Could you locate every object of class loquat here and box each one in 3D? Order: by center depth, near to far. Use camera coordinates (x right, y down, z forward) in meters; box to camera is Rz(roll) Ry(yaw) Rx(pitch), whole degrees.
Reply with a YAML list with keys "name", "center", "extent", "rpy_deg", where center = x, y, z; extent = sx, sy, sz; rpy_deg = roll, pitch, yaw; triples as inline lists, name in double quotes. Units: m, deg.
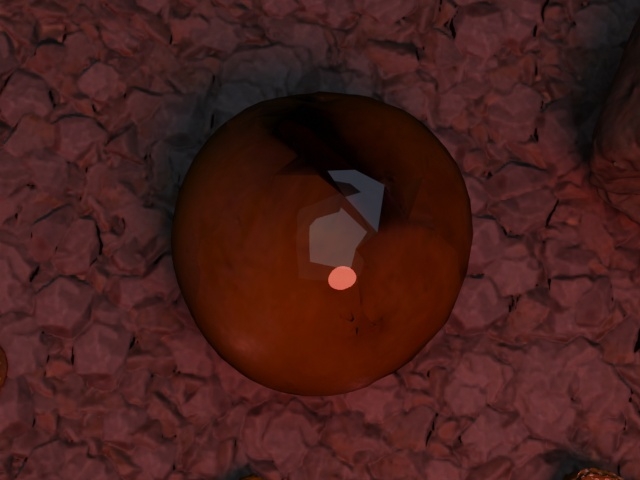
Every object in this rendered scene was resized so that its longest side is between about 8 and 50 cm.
- name: "loquat"
  center: [0.000, 0.000, 1.064]
  extent: [0.235, 0.235, 0.235]
  rpy_deg: [1, 76, -5]

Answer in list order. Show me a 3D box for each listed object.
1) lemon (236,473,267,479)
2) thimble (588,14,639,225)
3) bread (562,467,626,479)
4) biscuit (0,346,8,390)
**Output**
- name: "lemon"
  center: [-0.056, 0.226, 1.086]
  extent: [0.065, 0.065, 0.092]
  rpy_deg: [7, 67, -3]
- name: "thimble"
  center: [0.356, -0.083, 1.101]
  extent: [0.292, 0.291, 0.195]
  rpy_deg: [28, 76, 2]
- name: "bread"
  center: [0.228, 0.251, 1.093]
  extent: [0.140, 0.069, 0.128]
  rpy_deg: [29, 76, 6]
- name: "biscuit"
  center: [-0.312, 0.079, 1.121]
  extent: [0.147, 0.018, 0.071]
  rpy_deg: [41, 75, 4]
